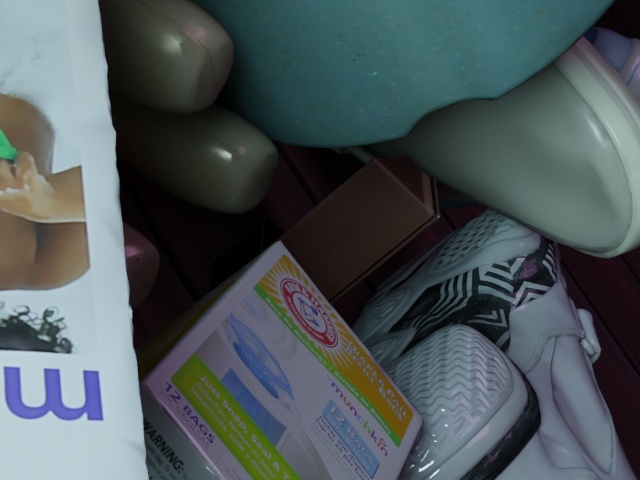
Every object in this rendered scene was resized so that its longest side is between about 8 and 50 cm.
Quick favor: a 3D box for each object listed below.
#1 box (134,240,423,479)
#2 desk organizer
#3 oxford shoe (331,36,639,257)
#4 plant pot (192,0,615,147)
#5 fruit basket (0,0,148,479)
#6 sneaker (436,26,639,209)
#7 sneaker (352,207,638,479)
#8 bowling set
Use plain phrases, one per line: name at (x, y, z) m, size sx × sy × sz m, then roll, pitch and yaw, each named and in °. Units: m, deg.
box at (-0.044, 0.094, 0.703) m, size 0.114 × 0.103 × 0.203 m, roll 51°, pitch 19°, yaw -3°
desk organizer at (0.000, 0.000, 0.930) m, size 0.050 × 0.130 × 0.047 m, roll 42°, pitch 22°, yaw -21°
oxford shoe at (0.001, -0.116, 0.987) m, size 0.449 × 0.169 × 0.130 m, roll 37°, pitch 56°, yaw 23°
plant pot at (-0.020, -0.241, 0.748) m, size 0.334 × 0.341 × 0.341 m, roll 55°, pitch 13°, yaw -40°
fruit basket at (-0.209, -0.071, 0.404) m, size 0.327 × 0.165 × 0.353 m, roll 5°, pitch 44°, yaw -18°
sneaker at (0.074, -0.122, 1.177) m, size 0.208 × 0.319 × 0.127 m, roll 38°, pitch 68°, yaw -18°
sneaker at (0.120, 0.117, 1.002) m, size 0.210 × 0.137 × 0.366 m, roll 50°, pitch 24°, yaw -10°
bowling set at (-0.141, -0.045, 0.680) m, size 0.154 × 0.200 × 0.287 m, roll 27°, pitch -20°, yaw 17°
